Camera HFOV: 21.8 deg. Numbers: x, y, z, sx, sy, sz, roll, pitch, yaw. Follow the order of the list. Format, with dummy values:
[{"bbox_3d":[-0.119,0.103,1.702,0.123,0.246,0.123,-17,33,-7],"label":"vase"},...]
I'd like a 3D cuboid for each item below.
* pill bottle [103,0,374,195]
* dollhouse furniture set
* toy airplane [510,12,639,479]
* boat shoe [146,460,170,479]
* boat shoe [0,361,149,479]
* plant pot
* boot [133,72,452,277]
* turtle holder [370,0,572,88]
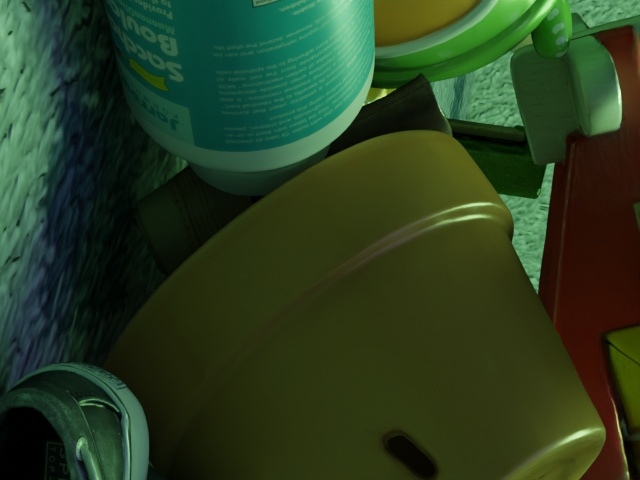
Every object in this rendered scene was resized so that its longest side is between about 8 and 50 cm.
[{"bbox_3d":[-0.044,-0.135,0.893,0.264,0.146,0.146,85,18,-56],"label":"pill bottle"},{"bbox_3d":[0.100,-0.176,1.436,0.301,0.151,0.197,-111,-152,-72],"label":"dollhouse furniture set"},{"bbox_3d":[0.250,0.018,1.187,0.384,0.272,0.386,96,1,-62],"label":"toy airplane"},{"bbox_3d":[-0.104,0.222,1.021,0.116,0.099,0.319,-31,148,-15],"label":"boat shoe"},{"bbox_3d":[-0.140,0.214,0.821,0.102,0.108,0.301,-23,120,-79],"label":"boat shoe"},{"bbox_3d":[0.034,0.105,1.023,0.291,0.203,0.291,-33,159,-14],"label":"plant pot"},{"bbox_3d":[0.000,0.000,1.111,0.248,0.207,0.090,72,-5,-62],"label":"boot"},{"bbox_3d":[0.053,-0.269,1.062,0.227,0.243,0.320,45,63,-58],"label":"turtle holder"}]
